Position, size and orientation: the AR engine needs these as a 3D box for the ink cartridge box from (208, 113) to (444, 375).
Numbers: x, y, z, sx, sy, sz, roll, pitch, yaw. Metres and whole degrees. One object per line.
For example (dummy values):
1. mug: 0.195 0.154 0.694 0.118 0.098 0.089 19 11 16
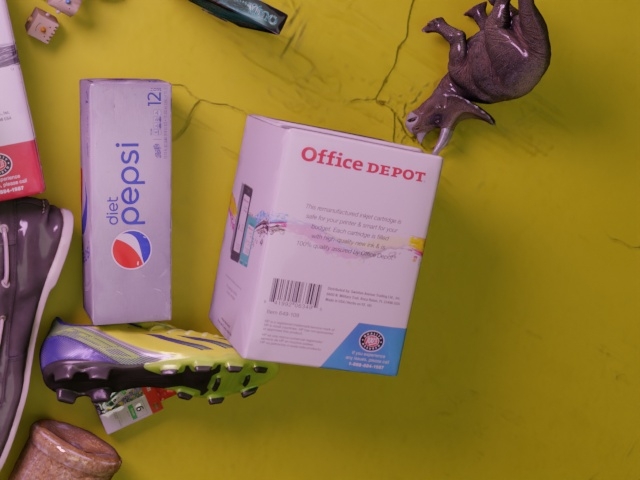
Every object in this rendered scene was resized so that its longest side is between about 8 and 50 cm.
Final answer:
1. ink cartridge box: 0.000 0.000 1.409 0.198 0.197 0.270 9 98 -19

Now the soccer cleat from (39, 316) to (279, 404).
1. soccer cleat: -0.194 0.132 1.410 0.289 0.121 0.093 1 139 -11

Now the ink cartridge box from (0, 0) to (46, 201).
1. ink cartridge box: -0.431 -0.173 1.277 0.197 0.114 0.273 -12 105 -15

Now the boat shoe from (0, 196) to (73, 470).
1. boat shoe: -0.380 0.109 1.350 0.095 0.112 0.335 16 89 -27

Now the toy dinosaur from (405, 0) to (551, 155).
1. toy dinosaur: 0.225 -0.234 1.439 0.121 0.313 0.160 -21 83 -40

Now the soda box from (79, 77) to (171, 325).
1. soda box: -0.233 -0.048 1.379 0.098 0.091 0.286 -3 102 -19

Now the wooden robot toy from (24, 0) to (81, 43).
1. wooden robot toy: -0.265 -0.297 1.336 0.079 0.076 0.173 28 91 -32

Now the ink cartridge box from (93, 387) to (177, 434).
1. ink cartridge box: -0.228 0.190 1.460 0.115 0.029 0.063 -24 106 -13

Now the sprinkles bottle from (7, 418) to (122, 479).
1. sprinkles bottle: -0.370 0.397 1.404 0.121 0.121 0.355 26 91 -21

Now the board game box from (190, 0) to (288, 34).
1. board game box: -0.120 -0.277 1.322 0.126 0.186 0.026 24 94 -21
